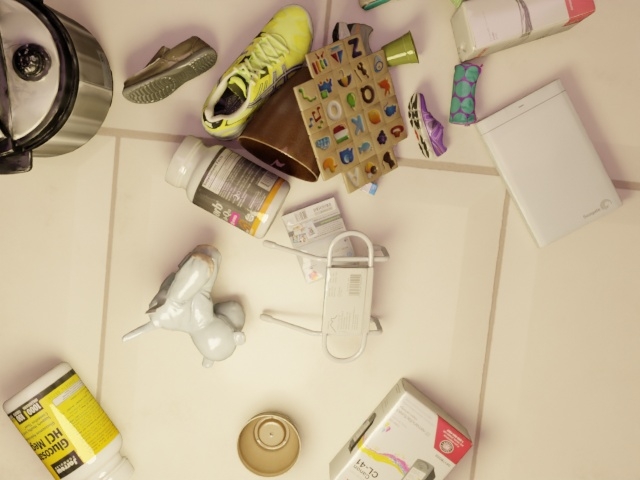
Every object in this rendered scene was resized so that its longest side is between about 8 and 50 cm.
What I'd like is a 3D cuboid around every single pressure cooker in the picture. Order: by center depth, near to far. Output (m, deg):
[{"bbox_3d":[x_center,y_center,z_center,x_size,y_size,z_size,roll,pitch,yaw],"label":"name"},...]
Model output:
[{"bbox_3d":[-0.693,-0.374,1.679,0.370,0.420,0.375,41,95,-3],"label":"pressure cooker"}]

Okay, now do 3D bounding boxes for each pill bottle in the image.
[{"bbox_3d":[-0.226,-0.134,1.822,0.278,0.162,0.162,28,95,-1],"label":"pill bottle"},{"bbox_3d":[-0.621,0.488,1.874,0.188,0.188,0.334,-35,94,4],"label":"pill bottle"}]

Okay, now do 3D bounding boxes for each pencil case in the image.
[{"bbox_3d":[0.357,-0.359,1.838,0.070,0.064,0.152,5,96,17],"label":"pencil case"}]

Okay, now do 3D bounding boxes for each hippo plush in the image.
[{"bbox_3d":[-0.274,0.168,1.807,0.236,0.294,0.234,41,117,-11],"label":"hippo plush"}]

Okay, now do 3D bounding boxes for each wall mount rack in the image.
[{"bbox_3d":[0.009,0.122,1.833,0.304,0.130,0.350,1,110,-8],"label":"wall mount rack"}]

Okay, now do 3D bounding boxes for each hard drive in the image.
[{"bbox_3d":[0.566,-0.190,1.859,0.233,0.047,0.353,-28,95,4],"label":"hard drive"}]

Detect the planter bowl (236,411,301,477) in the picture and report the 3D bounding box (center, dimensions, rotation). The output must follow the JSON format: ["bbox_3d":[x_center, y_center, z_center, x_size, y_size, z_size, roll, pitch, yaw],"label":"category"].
[{"bbox_3d":[-0.128,0.506,1.907,0.162,0.109,0.162,0,96,1],"label":"planter bowl"}]

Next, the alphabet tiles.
[{"bbox_3d":[0.079,-0.299,1.769,0.285,0.011,0.343,-31,113,-31],"label":"alphabet tiles"}]

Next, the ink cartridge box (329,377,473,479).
[{"bbox_3d":[0.201,0.543,1.894,0.226,0.131,0.306,38,94,-3],"label":"ink cartridge box"}]

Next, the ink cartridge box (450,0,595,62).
[{"bbox_3d":[0.463,-0.524,1.748,0.282,0.207,0.117,-17,94,3],"label":"ink cartridge box"}]

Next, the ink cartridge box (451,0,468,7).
[{"bbox_3d":[0.329,-0.674,1.780,0.171,0.056,0.235,-25,71,-26],"label":"ink cartridge box"}]

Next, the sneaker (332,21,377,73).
[{"bbox_3d":[0.096,-0.398,1.825,0.107,0.100,0.272,-6,97,-7],"label":"sneaker"}]

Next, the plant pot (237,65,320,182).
[{"bbox_3d":[-0.052,-0.292,1.797,0.215,0.215,0.231,27,82,-1],"label":"plant pot"}]

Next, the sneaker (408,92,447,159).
[{"bbox_3d":[0.268,-0.288,1.857,0.071,0.068,0.170,-23,103,-12],"label":"sneaker"}]

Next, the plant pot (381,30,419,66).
[{"bbox_3d":[0.192,-0.462,1.830,0.079,0.083,0.083,-15,95,14],"label":"plant pot"}]

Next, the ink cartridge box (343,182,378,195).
[{"bbox_3d":[0.100,-0.141,1.871,0.083,0.048,0.028,21,95,-1],"label":"ink cartridge box"}]

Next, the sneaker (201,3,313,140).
[{"bbox_3d":[-0.145,-0.401,1.803,0.145,0.147,0.385,35,94,0],"label":"sneaker"}]

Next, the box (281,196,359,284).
[{"bbox_3d":[0.000,0.000,1.892,0.145,0.038,0.186,-21,94,3],"label":"box"}]

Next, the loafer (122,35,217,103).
[{"bbox_3d":[-0.378,-0.423,1.843,0.251,0.094,0.087,-28,70,-6],"label":"loafer"}]

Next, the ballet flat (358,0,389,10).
[{"bbox_3d":[0.173,-0.612,1.823,0.168,0.057,0.052,-16,85,2],"label":"ballet flat"}]
